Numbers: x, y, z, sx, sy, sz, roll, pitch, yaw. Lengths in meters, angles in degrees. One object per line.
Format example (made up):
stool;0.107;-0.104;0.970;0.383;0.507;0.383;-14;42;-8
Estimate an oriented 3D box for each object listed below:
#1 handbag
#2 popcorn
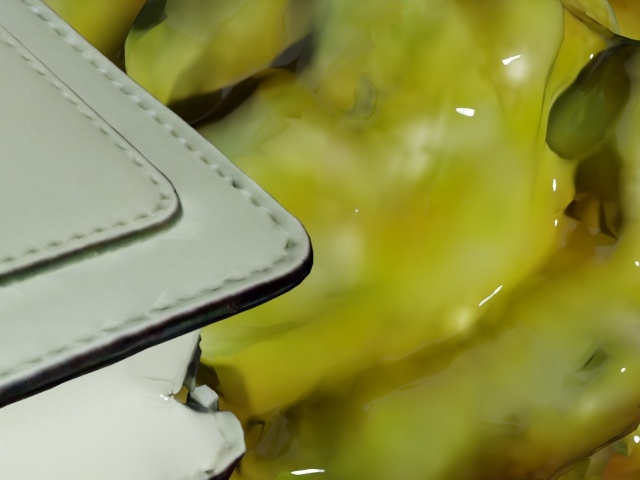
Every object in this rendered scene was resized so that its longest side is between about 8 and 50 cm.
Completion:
handbag;-0.207;-0.013;0.514;0.358;0.236;0.160;43;-51;30
popcorn;-0.010;-0.006;0.745;0.325;0.321;0.290;161;-65;-67
